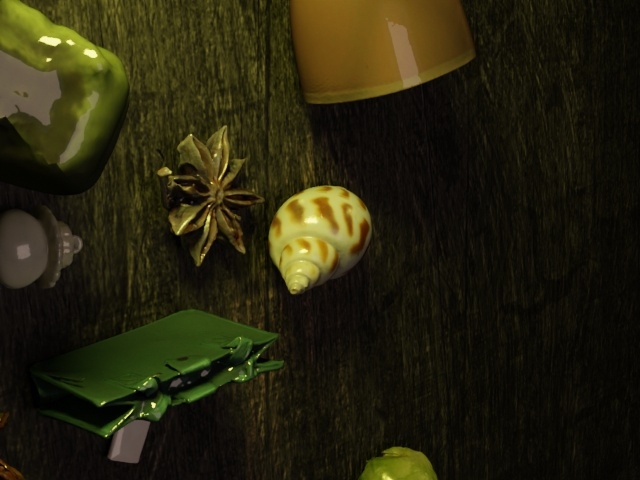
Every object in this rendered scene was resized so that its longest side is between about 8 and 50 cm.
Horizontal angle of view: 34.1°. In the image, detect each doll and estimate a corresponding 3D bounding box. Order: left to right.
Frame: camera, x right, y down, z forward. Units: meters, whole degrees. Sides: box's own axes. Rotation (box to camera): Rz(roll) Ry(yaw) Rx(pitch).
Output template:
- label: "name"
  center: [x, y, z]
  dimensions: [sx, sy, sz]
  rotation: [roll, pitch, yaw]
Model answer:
- label: "doll"
  center: [-0.454, 0.013, 1.391]
  dimensions: [0.293, 0.119, 0.138]
  rotation: [-6, 87, -39]

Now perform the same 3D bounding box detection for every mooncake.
- label: "mooncake"
  center: [-0.405, -0.193, 1.235]
  dimensions: [0.351, 0.351, 0.187]
  rotation: [28, 75, -44]

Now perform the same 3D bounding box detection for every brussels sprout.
- label: "brussels sprout"
  center: [0.162, 0.499, 2.083]
  dimensions: [0.183, 0.145, 0.131]
  rotation: [1, 125, -39]

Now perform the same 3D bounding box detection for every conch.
- label: "conch"
  center: [0.000, 0.000, 1.803]
  dimensions: [0.275, 0.149, 0.182]
  rotation: [-43, 122, -33]

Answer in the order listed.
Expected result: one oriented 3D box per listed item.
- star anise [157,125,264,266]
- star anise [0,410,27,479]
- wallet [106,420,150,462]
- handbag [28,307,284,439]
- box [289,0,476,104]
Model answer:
- label: "star anise"
  center: [-0.189, -0.075, 1.648]
  dimensions: [0.262, 0.081, 0.230]
  rotation: [14, 89, -56]
- label: "star anise"
  center: [-0.507, 0.290, 1.346]
  dimensions: [0.288, 0.088, 0.288]
  rotation: [21, 47, -24]
- label: "wallet"
  center: [-0.299, 0.291, 1.658]
  dimensions: [0.061, 0.025, 0.122]
  rotation: [20, 85, -47]
- label: "handbag"
  center: [-0.243, 0.189, 1.544]
  dimensions: [0.327, 0.239, 0.089]
  rotation: [-16, 104, -41]
- label: "box"
  center: [0.088, -0.366, 1.736]
  dimensions: [0.301, 0.301, 0.216]
  rotation: [-31, 112, -36]
